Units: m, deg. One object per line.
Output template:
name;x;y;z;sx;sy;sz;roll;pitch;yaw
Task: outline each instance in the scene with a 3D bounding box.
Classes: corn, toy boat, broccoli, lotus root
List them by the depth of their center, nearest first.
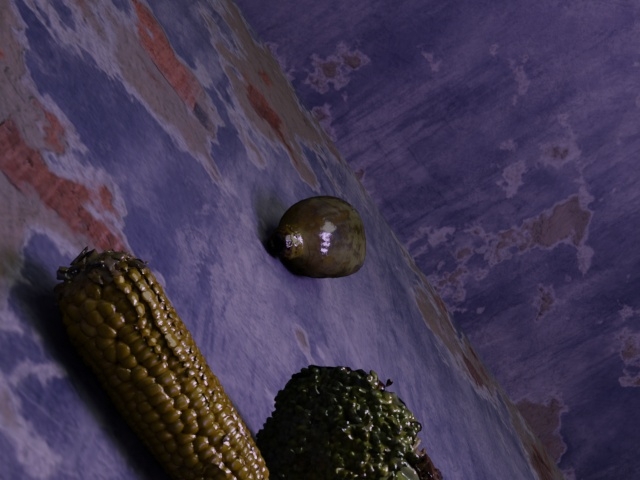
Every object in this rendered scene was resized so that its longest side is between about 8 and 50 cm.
corn;-0.164;0.147;0.915;0.318;0.115;0.115;60;13;-5
broccoli;0.025;0.295;1.070;0.273;0.242;0.180;52;35;-1
toy boat;0.188;0.437;1.629;0.064;0.072;0.206;55;14;-20
lotus root;0.000;0.000;1.785;0.173;0.173;0.309;60;21;9

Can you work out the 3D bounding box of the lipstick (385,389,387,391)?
lipstick;0.066;0.323;1.425;0.080;0.076;0.371;58;13;5
